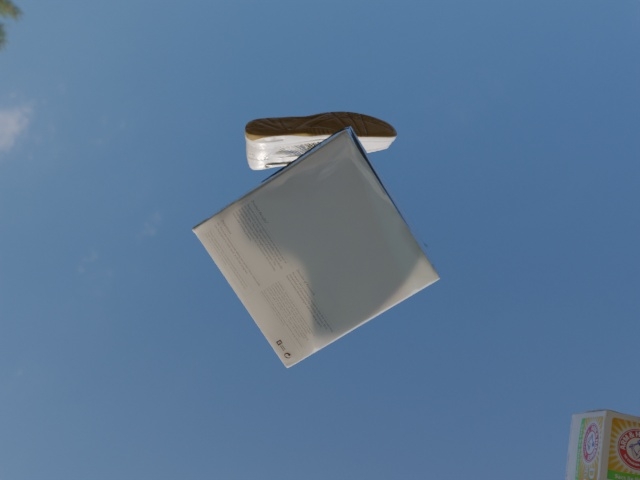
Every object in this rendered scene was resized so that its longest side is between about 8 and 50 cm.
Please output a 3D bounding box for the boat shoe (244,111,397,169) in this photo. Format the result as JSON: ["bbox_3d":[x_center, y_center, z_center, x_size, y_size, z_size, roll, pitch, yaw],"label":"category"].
[{"bbox_3d":[0.000,-0.171,1.185,0.277,0.096,0.098,-3,-145,-12],"label":"boat shoe"}]

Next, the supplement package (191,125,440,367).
[{"bbox_3d":[0.000,0.000,0.775,0.203,0.149,0.194,-32,-82,10],"label":"supplement package"}]

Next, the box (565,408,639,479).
[{"bbox_3d":[0.310,0.280,0.649,0.114,0.103,0.203,12,-107,6],"label":"box"}]
